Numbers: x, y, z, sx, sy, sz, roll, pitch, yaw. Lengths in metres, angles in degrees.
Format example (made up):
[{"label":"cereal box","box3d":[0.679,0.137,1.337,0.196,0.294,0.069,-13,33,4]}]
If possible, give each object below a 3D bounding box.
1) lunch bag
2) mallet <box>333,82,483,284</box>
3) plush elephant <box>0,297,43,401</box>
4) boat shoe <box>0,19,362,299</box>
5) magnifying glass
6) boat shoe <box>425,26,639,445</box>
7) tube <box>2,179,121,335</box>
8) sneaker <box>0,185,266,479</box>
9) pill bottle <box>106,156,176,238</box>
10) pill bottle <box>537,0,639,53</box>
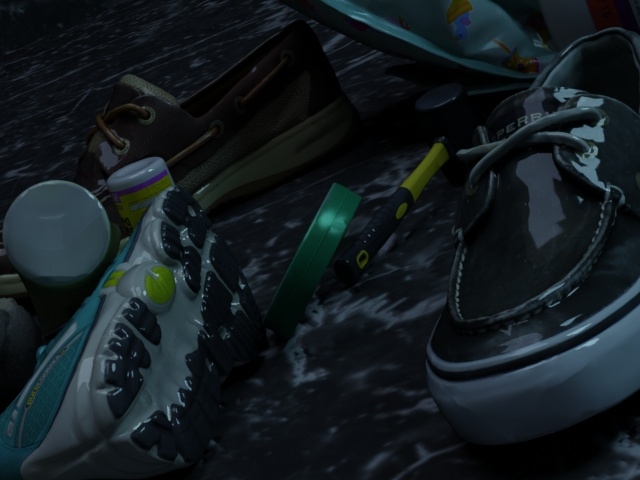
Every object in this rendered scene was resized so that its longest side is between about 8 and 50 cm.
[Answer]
[{"label":"lunch bag","box3d":[0.086,-0.201,1.384,0.160,0.262,0.223,-63,15,3]},{"label":"mallet","box3d":[0.053,-0.040,1.138,0.039,0.062,0.189,-9,21,36]},{"label":"plush elephant","box3d":[-0.358,-0.010,1.077,0.330,0.255,0.272,-22,-25,7]},{"label":"boat shoe","box3d":[-0.130,-0.068,1.368,0.342,0.123,0.123,-28,16,-21]},{"label":"magnifying glass","box3d":[0.000,0.000,1.083,0.092,0.026,0.231,-63,-2,11]},{"label":"boat shoe","box3d":[0.110,-0.016,0.873,0.121,0.119,0.335,-16,16,21]},{"label":"tube","box3d":[-0.154,0.011,1.121,0.070,0.062,0.240,-14,-7,-7]},{"label":"sneaker","box3d":[-0.108,0.053,0.989,0.110,0.107,0.275,-26,13,21]},{"label":"pill bottle","box3d":[-0.112,-0.012,1.229,0.043,0.083,0.043,-21,15,6]},{"label":"pill bottle","box3d":[0.302,-0.207,1.141,0.323,0.181,0.181,-15,17,23]}]
